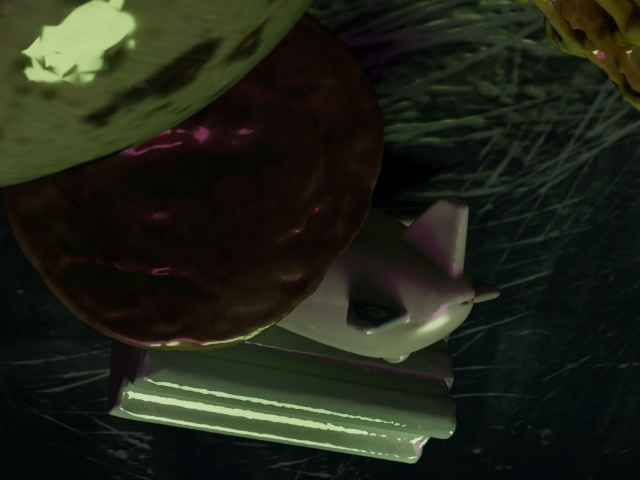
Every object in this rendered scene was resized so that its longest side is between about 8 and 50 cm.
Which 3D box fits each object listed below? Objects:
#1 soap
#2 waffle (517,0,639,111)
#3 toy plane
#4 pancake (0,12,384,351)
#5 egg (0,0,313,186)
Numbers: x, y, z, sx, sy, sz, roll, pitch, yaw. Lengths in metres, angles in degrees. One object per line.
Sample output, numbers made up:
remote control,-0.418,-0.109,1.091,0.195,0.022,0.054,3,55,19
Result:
soap,-0.029,0.079,0.952,0.265,0.160,0.087,12,144,-21
waffle,0.178,-0.121,0.594,0.073,0.317,0.297,-49,141,2
toy plane,-0.001,0.005,0.818,0.267,0.267,0.123,2,106,-6
pancake,-0.076,-0.055,0.706,0.242,0.242,0.050,2,172,-6
egg,-0.147,-0.161,0.475,0.379,0.288,0.287,-28,138,28
